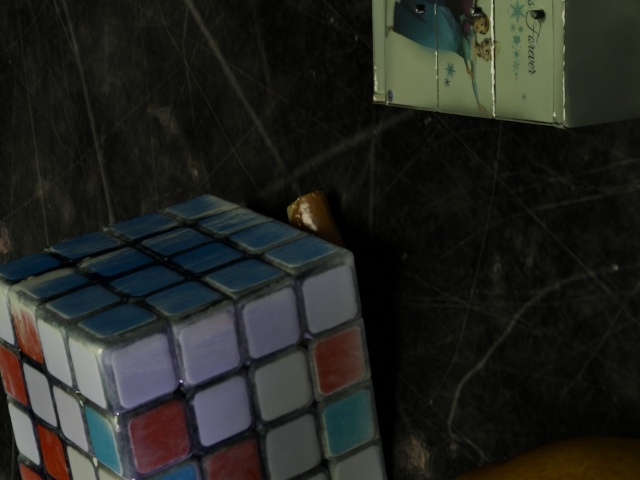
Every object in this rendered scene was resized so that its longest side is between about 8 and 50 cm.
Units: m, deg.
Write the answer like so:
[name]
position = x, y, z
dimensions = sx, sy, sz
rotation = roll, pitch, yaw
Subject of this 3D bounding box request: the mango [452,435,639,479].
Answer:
[mango]
position = 0.176, 0.260, 1.132
dimensions = 0.264, 0.221, 0.378
rotation = -61, 23, -10

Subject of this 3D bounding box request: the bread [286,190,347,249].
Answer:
[bread]
position = 0.000, 0.000, 1.462
dimensions = 0.047, 0.036, 0.083
rotation = -34, 74, 52

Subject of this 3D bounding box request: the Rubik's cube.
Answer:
[Rubik's cube]
position = -0.122, 0.130, 1.445
dimensions = 0.256, 0.259, 0.253
rotation = 21, 127, 52

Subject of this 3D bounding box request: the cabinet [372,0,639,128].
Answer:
[cabinet]
position = 0.146, -0.165, 1.132
dimensions = 0.206, 0.150, 0.145
rotation = 13, 109, 52
